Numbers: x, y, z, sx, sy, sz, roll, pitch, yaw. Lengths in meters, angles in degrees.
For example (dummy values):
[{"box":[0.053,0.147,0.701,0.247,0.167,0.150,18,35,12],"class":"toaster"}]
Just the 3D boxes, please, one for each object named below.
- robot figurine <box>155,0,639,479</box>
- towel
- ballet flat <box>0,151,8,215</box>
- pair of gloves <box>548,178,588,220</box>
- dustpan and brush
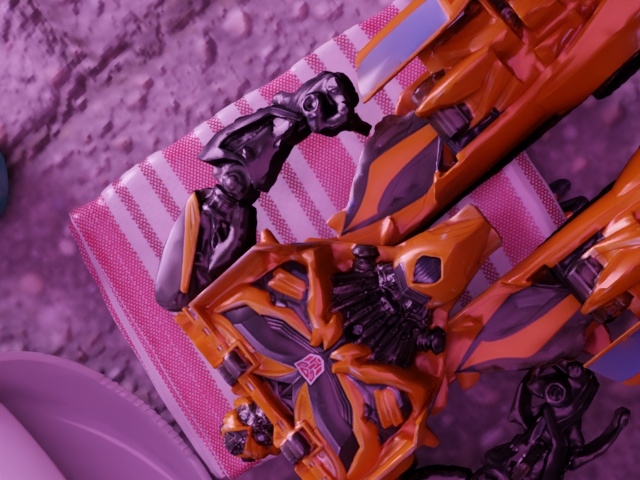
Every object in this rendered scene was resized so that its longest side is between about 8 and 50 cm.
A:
[{"box":[0.066,-0.006,0.757,0.291,0.085,0.211,-41,82,10],"class":"robot figurine"},{"box":[0.000,0.000,0.831,0.197,0.029,0.144,-32,85,12],"class":"towel"},{"box":[-0.266,-0.046,0.858,0.247,0.087,0.083,11,93,11],"class":"ballet flat"},{"box":[0.073,-0.025,0.829,0.074,0.010,0.083,-25,85,11],"class":"pair of gloves"},{"box":[-0.146,0.083,0.818,0.147,0.060,0.211,-34,80,-28],"class":"dustpan and brush"}]
